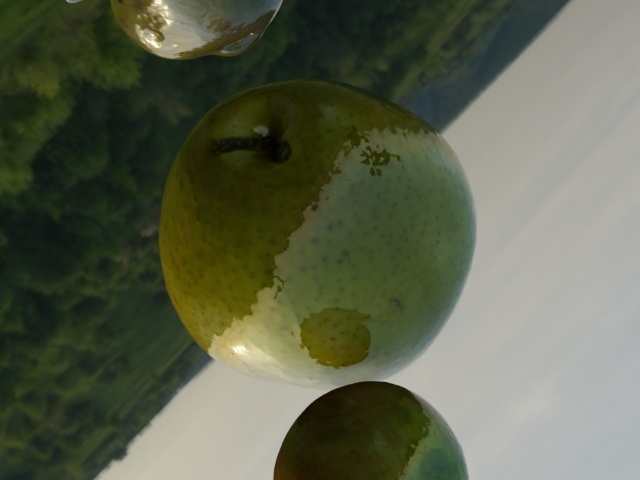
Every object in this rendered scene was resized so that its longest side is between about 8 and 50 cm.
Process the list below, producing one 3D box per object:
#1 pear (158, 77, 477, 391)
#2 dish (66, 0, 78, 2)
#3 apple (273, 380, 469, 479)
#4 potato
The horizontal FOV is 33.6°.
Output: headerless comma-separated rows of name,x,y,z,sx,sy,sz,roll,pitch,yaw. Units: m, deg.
pear,0.000,0.000,1.220,0.362,0.362,0.418,-46,145,-19
dish,-0.213,-0.368,1.164,0.228,0.086,0.236,-28,171,-44
apple,0.054,0.239,1.050,0.196,0.196,0.196,-45,180,0
potato,-0.107,-0.231,0.826,0.137,0.154,0.200,-56,140,-21
